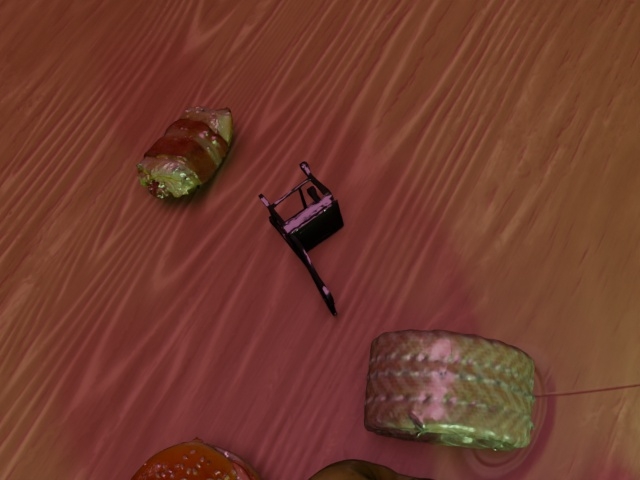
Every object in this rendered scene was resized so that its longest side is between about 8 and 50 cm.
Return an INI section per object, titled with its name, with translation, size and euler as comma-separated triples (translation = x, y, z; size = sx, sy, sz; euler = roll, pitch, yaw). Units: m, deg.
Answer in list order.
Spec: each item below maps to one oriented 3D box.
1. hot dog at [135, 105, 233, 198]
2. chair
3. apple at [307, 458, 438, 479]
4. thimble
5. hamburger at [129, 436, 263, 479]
[hot dog]
translation = -0.237, -0.158, 1.262
size = 0.146, 0.103, 0.213
euler = 20, 59, 38
[chair]
translation = 0.000, 0.000, 1.151
size = 0.113, 0.106, 0.229
euler = -35, 68, -6
[apple]
translation = 0.075, 0.409, 0.881
size = 0.262, 0.262, 0.262
euler = -3, 66, 7
[thimble]
translation = 0.177, 0.218, 0.984
size = 0.229, 0.196, 0.148
euler = 15, 69, -18
[hamburger]
translation = -0.181, 0.395, 0.977
size = 0.236, 0.147, 0.237
euler = -4, 64, 9
